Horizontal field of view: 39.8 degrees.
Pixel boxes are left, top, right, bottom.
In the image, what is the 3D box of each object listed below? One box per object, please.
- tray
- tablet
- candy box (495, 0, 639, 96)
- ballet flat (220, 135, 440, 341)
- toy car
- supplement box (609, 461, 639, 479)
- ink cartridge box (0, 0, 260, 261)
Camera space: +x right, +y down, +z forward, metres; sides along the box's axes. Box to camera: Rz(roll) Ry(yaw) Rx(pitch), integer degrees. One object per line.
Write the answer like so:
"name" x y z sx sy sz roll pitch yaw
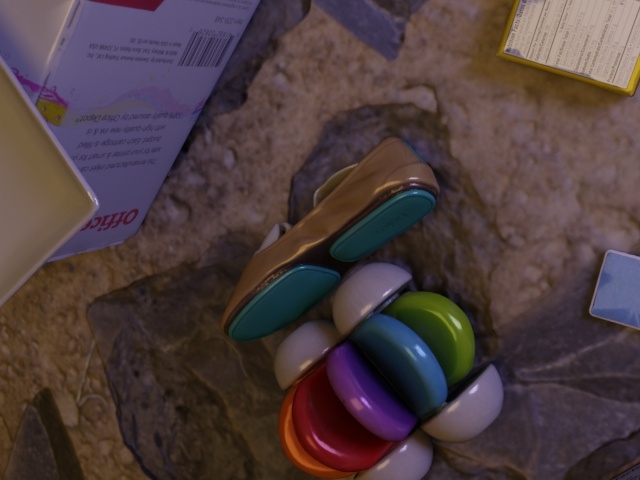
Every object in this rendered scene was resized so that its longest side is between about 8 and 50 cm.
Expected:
"tray" -0.259 -0.090 0.608 0.145 0.030 0.270 -39 82 26
"tablet" 0.249 0.043 0.661 0.083 0.006 0.054 17 105 20
"candy box" 0.208 -0.215 0.626 0.105 0.027 0.206 23 107 22
"ballet flat" 0.000 0.000 0.742 0.232 0.080 0.073 -37 55 22
"toy car" 0.040 0.118 0.696 0.182 0.136 0.159 -45 79 24
"supplement box" 0.190 0.262 0.685 0.233 0.080 0.078 -40 82 26
"ink cartridge box" -0.193 -0.140 0.711 0.131 0.226 0.306 39 111 15
